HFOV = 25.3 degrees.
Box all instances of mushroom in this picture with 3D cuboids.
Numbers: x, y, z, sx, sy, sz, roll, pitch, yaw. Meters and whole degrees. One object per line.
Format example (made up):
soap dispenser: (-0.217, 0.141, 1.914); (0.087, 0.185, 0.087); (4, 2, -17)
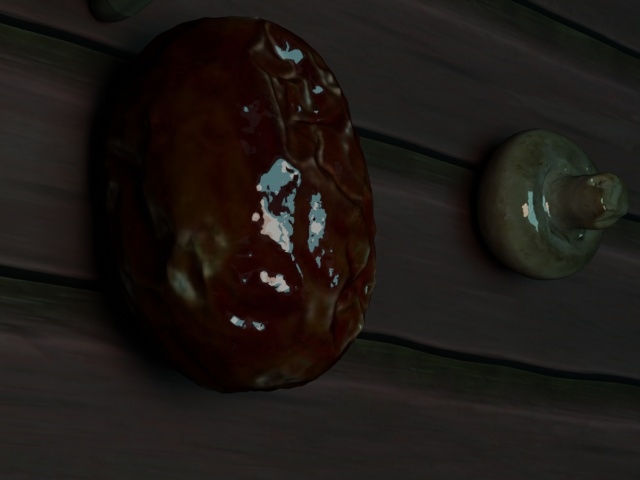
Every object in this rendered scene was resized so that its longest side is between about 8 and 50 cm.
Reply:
mushroom: (0.311, -0.048, 1.866); (0.204, 0.204, 0.204); (4, 85, -43)

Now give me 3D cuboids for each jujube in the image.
jujube: (-0.081, -0.033, 1.466); (0.276, 0.276, 0.377); (-1, 76, -43)

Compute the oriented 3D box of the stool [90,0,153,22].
stool: (-0.194, -0.341, 1.410); (0.195, 0.198, 0.195); (28, 71, -38)
